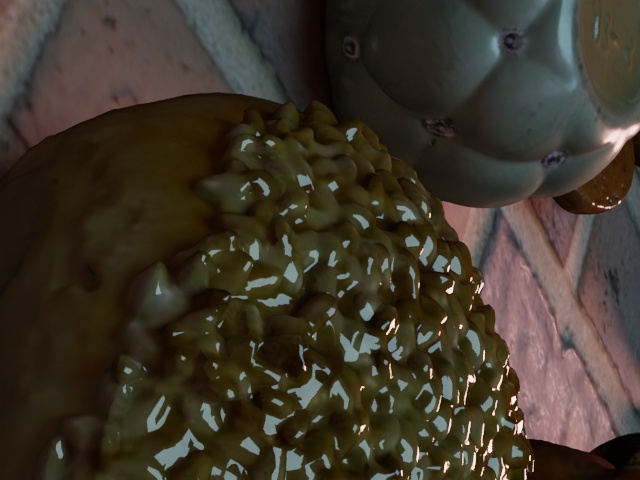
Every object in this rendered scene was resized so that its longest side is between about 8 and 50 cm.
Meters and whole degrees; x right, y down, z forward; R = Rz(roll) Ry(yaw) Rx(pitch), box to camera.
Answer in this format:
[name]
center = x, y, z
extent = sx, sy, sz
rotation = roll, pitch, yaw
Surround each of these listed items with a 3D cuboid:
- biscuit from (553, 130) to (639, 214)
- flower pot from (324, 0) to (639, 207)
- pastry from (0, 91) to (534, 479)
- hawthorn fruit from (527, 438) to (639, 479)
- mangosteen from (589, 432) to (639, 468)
[biscuit]
center = 0.265, -0.192, 1.587
extent = 0.283, 0.064, 0.432
rotation = 50, 45, -30
[flower pot]
center = 0.127, -0.142, 1.199
extent = 0.246, 0.195, 0.246
rotation = 4, 86, -55
[pastry]
center = -0.036, 0.121, 0.838
extent = 0.409, 0.245, 0.410
rotation = 21, 66, -56
[hawthorn fruit]
center = 0.162, 0.302, 1.159
extent = 0.298, 0.277, 0.277
rotation = -53, 135, -16
[mangosteen]
center = 0.292, 0.275, 1.450
extent = 0.192, 0.192, 0.217
rotation = 41, 64, -50
